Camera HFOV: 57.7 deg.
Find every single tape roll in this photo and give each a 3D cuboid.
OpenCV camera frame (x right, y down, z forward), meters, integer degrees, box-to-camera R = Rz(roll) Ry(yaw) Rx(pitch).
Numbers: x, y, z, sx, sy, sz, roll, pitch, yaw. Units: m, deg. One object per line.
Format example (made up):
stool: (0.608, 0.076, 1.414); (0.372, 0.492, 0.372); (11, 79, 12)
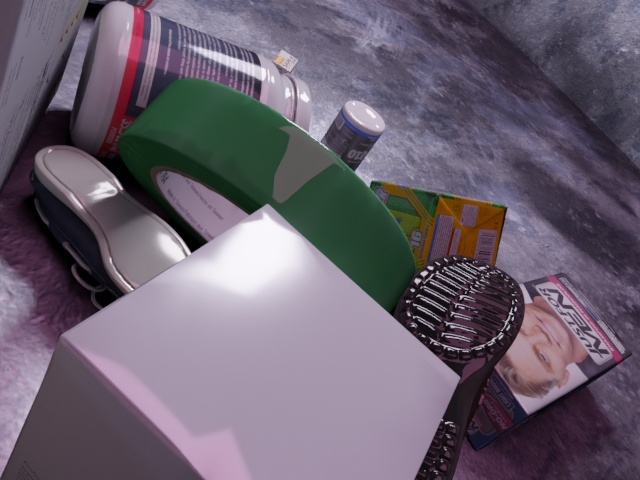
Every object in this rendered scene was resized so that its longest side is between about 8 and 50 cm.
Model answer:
tape roll: (-0.057, -0.022, 0.605); (0.321, 0.321, 0.077); (36, 73, -1)

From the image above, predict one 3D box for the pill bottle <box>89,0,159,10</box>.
pill bottle: (-0.400, -0.467, 0.917); (0.283, 0.161, 0.161); (-9, 57, -44)

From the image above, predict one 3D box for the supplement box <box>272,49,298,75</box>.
supplement box: (-0.083, -0.279, 1.026); (0.036, 0.098, 0.062); (31, 38, -9)

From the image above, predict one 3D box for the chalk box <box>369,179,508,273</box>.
chalk box: (0.142, -0.012, 0.858); (0.132, 0.132, 0.213); (7, 7, -29)

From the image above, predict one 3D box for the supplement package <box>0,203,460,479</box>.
supplement package: (-0.077, 0.155, 0.429); (0.199, 0.262, 0.198); (42, 37, 5)

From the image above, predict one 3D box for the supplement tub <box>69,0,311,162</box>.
supplement tub: (-0.170, -0.176, 0.768); (0.273, 0.191, 0.191); (13, 43, -28)

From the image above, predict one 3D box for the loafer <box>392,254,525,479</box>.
loafer: (0.118, 0.154, 0.656); (0.134, 0.130, 0.366); (28, 49, 17)

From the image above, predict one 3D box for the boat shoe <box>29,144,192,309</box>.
boat shoe: (-0.225, 0.006, 0.622); (0.254, 0.079, 0.095); (42, 39, 10)

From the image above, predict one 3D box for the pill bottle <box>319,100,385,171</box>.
pill bottle: (0.040, -0.156, 0.963); (0.078, 0.137, 0.078); (21, 40, -19)

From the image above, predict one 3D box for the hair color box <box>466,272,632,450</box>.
hair color box: (0.310, 0.162, 0.872); (0.348, 0.105, 0.173); (-7, 55, -43)

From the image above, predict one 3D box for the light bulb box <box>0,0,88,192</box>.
light bulb box: (-0.356, -0.223, 0.527); (0.226, 0.358, 0.360); (22, 38, -23)
